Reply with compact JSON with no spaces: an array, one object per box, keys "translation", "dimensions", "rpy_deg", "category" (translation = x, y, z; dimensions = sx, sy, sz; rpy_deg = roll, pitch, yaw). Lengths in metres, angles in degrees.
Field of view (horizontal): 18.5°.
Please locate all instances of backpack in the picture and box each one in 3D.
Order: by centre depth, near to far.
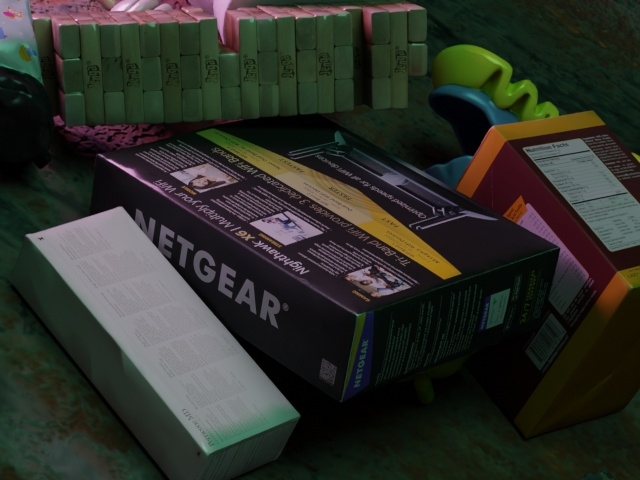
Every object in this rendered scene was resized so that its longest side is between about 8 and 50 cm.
[{"translation":[-0.295,-0.152,1.648],"dimensions":[0.152,0.115,0.182],"rpy_deg":[7,39,-21],"category":"backpack"}]

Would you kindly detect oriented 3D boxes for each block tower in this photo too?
[{"translation":[-0.079,-0.156,1.711],"dimensions":[0.335,0.091,0.097],"rpy_deg":[-4,13,-13],"category":"block tower"}]

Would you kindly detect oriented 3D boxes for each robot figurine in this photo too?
[{"translation":[0.076,0.084,1.643],"dimensions":[0.115,0.067,0.101],"rpy_deg":[-3,57,-34],"category":"robot figurine"}]

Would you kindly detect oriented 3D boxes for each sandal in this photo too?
[{"translation":[0.216,-0.046,1.862],"dimensions":[0.317,0.126,0.138],"rpy_deg":[31,74,-7],"category":"sandal"}]

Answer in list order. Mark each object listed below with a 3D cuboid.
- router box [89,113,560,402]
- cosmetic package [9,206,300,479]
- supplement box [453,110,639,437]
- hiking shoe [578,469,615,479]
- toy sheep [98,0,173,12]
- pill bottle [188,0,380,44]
[{"translation":[0.000,0.000,1.609],"dimensions":[0.243,0.081,0.309],"rpy_deg":[-16,36,-43],"category":"router box"},{"translation":[-0.131,0.083,1.521],"dimensions":[0.099,0.060,0.239],"rpy_deg":[-17,56,-43],"category":"cosmetic package"},{"translation":[0.205,0.026,1.686],"dimensions":[0.129,0.191,0.194],"rpy_deg":[-11,52,-40],"category":"supplement box"},{"translation":[0.203,0.259,1.504],"dimensions":[0.114,0.086,0.227],"rpy_deg":[37,37,17],"category":"hiking shoe"},{"translation":[-0.157,-0.177,1.787],"dimensions":[0.132,0.091,0.091],"rpy_deg":[48,38,-5],"category":"toy sheep"},{"translation":[-0.045,-0.340,1.926],"dimensions":[0.229,0.229,0.408],"rpy_deg":[9,41,-24],"category":"pill bottle"}]
